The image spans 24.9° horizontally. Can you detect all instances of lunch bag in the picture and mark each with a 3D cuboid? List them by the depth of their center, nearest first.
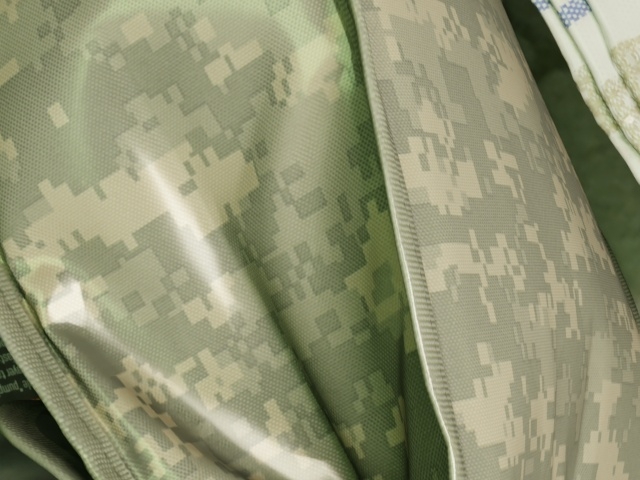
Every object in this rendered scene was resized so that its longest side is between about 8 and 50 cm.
[{"bbox_3d":[0.000,0.000,0.482,0.169,0.235,0.287,-28,74,18],"label":"lunch bag"}]

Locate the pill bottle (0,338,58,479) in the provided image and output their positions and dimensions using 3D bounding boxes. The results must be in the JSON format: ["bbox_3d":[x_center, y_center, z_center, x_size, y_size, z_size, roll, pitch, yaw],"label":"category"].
[{"bbox_3d":[-0.162,0.051,0.585,0.130,0.130,0.246,-26,76,13],"label":"pill bottle"}]

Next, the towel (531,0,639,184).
[{"bbox_3d":[0.161,-0.127,0.531,0.209,0.034,0.285,-26,77,-11],"label":"towel"}]
